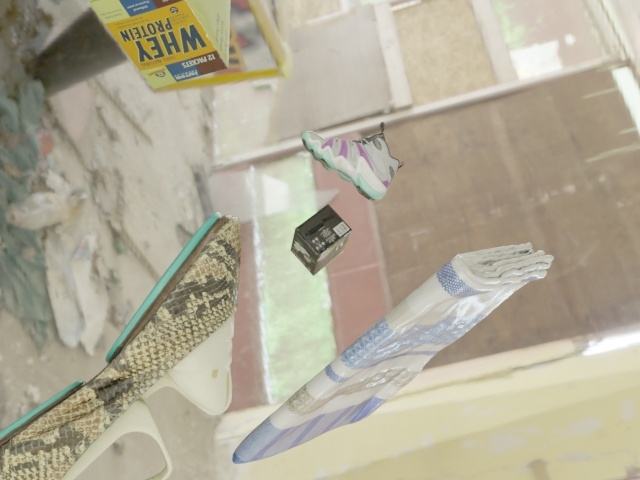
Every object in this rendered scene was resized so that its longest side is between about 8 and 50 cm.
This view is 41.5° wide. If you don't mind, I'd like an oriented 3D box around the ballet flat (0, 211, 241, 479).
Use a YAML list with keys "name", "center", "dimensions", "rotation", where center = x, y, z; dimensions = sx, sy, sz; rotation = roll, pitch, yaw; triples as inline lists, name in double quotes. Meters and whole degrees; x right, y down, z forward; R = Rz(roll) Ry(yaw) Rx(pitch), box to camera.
- name: "ballet flat"
  center: [-0.221, 0.188, 0.971]
  dimensions: [0.182, 0.483, 0.164]
  rotation: [45, -13, 0]

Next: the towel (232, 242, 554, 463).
- name: "towel"
  center: [0.069, 0.102, 0.755]
  dimensions: [0.034, 0.285, 0.209]
  rotation: [55, 26, 18]

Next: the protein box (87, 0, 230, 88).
- name: "protein box"
  center: [-0.241, -0.386, 1.303]
  dimensions: [0.201, 0.136, 0.199]
  rotation: [57, 25, -54]

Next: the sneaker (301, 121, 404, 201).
- name: "sneaker"
  center: [0.036, -0.091, 0.815]
  dimensions: [0.098, 0.069, 0.038]
  rotation: [37, -6, -7]

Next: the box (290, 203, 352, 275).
- name: "box"
  center: [0.000, 0.000, 1.164]
  dimensions: [0.052, 0.062, 0.083]
  rotation: [48, -20, 12]
